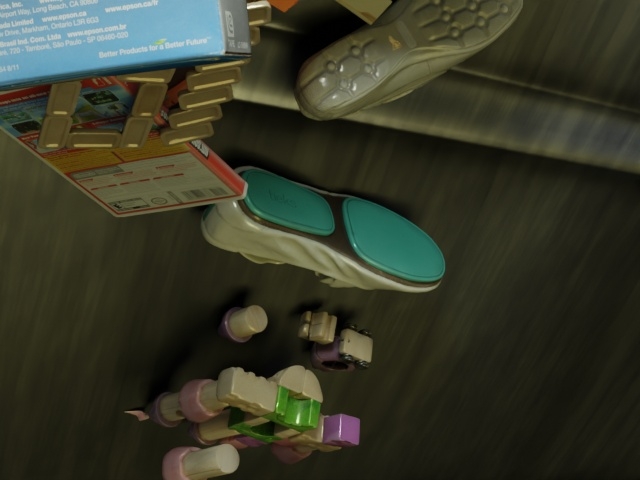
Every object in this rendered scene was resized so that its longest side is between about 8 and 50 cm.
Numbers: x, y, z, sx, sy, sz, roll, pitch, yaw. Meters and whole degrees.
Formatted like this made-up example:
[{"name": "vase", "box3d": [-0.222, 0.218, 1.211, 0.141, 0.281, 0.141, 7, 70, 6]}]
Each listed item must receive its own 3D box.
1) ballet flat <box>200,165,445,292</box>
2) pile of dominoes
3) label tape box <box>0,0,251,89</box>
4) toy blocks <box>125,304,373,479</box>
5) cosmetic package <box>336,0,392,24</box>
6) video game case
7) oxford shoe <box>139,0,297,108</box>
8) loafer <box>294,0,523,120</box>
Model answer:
[{"name": "ballet flat", "box3d": [0.000, 0.000, 1.644, 0.400, 0.139, 0.139, 19, 120, -37]}, {"name": "pile of dominoes", "box3d": [-0.176, -0.180, 1.191, 0.196, 0.040, 0.251, -1, 150, -25]}, {"name": "label tape box", "box3d": [-0.201, -0.306, 0.987, 0.240, 0.106, 0.334, -5, 98, 13]}, {"name": "toy blocks", "box3d": [-0.112, 0.269, 1.803, 0.288, 0.309, 0.260, 26, 148, -32]}, {"name": "cosmetic package", "box3d": [0.027, -0.309, 1.376, 0.041, 0.060, 0.115, -45, 136, 18]}, {"name": "video game case", "box3d": [-0.243, -0.113, 1.353, 0.204, 0.025, 0.285, -7, 150, 29]}, {"name": "oxford shoe", "box3d": [-0.127, -0.272, 1.304, 0.363, 0.130, 0.133, -39, 107, 20]}, {"name": "loafer", "box3d": [0.108, -0.247, 1.471, 0.319, 0.112, 0.111, -26, 177, -12]}]
